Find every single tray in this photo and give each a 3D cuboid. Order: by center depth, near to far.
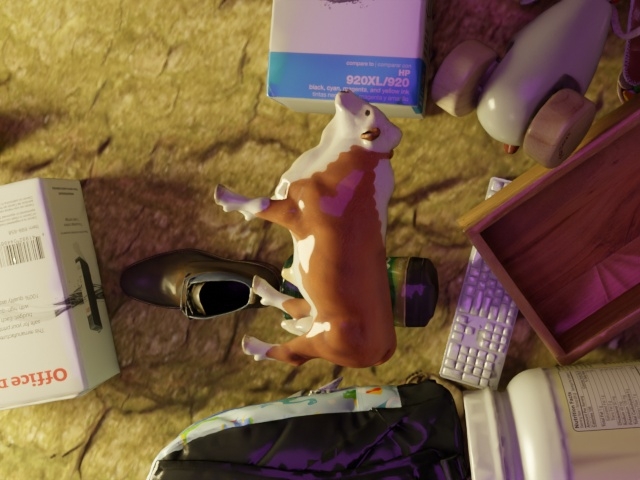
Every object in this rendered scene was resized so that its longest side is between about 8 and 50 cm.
[{"bbox_3d":[0.383,-0.057,0.929,0.411,0.076,0.202,-35,99,11],"label":"tray"}]

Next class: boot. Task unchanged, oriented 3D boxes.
[{"bbox_3d":[-0.161,0.053,1.031,0.219,0.106,0.082,0,93,10],"label":"boot"}]

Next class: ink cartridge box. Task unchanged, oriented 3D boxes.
[{"bbox_3d":[0.044,-0.265,0.945,0.168,0.171,0.232,5,94,10],"label":"ink cartridge box"},{"bbox_3d":[-0.393,0.072,1.070,0.197,0.114,0.272,-12,90,10],"label":"ink cartridge box"}]

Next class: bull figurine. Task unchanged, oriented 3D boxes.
[{"bbox_3d":[0.000,0.000,0.884,0.189,0.101,0.310,-1,108,15],"label":"bull figurine"}]

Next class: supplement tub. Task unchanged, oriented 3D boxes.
[{"bbox_3d":[0.325,0.246,0.884,0.325,0.235,0.235,-6,92,8],"label":"supplement tub"}]

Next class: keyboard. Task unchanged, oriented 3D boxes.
[{"bbox_3d":[0.211,0.054,1.012,0.072,0.014,0.255,15,95,9],"label":"keyboard"}]

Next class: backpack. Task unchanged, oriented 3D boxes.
[{"bbox_3d":[-0.027,0.310,0.967,0.356,0.273,0.289,-8,92,-10],"label":"backpack"}]

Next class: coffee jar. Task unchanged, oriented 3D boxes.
[{"bbox_3d":[0.049,0.059,0.999,0.185,0.096,0.079,2,103,11],"label":"coffee jar"}]

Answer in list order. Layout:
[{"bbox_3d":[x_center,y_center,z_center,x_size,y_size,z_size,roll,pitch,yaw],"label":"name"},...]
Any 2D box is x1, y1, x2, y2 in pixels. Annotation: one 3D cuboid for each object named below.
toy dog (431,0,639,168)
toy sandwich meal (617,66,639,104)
[{"bbox_3d":[0.283,-0.208,0.923,0.334,0.161,0.220,-30,70,1],"label":"toy dog"},{"bbox_3d":[0.387,-0.179,0.960,0.086,0.029,0.085,1,93,10],"label":"toy sandwich meal"}]
